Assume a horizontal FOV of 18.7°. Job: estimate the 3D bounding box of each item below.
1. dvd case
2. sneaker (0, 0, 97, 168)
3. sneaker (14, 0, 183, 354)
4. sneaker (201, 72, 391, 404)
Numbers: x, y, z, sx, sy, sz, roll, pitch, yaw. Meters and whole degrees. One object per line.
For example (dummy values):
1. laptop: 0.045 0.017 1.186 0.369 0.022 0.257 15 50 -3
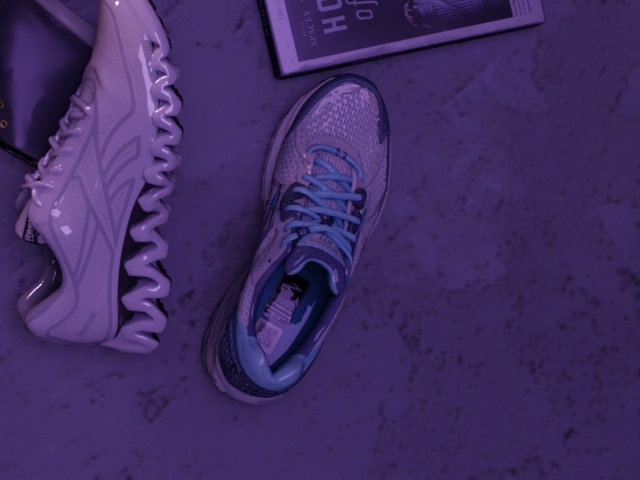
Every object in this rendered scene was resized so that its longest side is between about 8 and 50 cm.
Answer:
1. dvd case: 0.057 -0.245 1.628 0.238 0.029 0.179 -13 91 -15
2. sneaker: -0.258 -0.149 1.515 0.222 0.083 0.118 34 81 -12
3. sneaker: -0.171 -0.051 1.486 0.118 0.110 0.292 1 105 -16
4. sneaker: 0.000 0.000 1.555 0.110 0.122 0.283 20 83 -13
